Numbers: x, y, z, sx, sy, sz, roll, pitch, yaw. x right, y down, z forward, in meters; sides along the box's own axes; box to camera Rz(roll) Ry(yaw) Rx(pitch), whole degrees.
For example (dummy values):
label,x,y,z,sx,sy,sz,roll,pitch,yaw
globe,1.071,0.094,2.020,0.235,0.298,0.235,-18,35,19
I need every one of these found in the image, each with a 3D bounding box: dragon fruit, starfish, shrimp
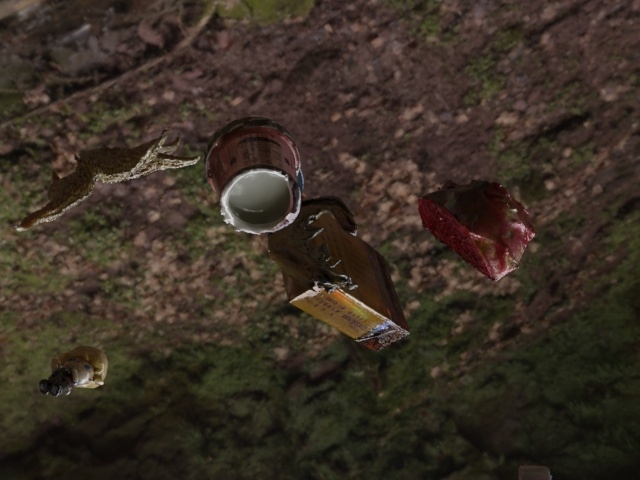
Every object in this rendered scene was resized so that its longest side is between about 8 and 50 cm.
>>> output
label,x,y,z,sx,sy,sz,roll,pitch,yaw
dragon fruit,0.291,-0.061,1.397,0.161,0.126,0.274,-28,-145,-11
starfish,-0.354,-0.123,1.289,0.293,0.084,0.301,-20,-165,0
shrimp,0.001,0.001,1.320,0.173,0.058,0.253,-50,-139,-12

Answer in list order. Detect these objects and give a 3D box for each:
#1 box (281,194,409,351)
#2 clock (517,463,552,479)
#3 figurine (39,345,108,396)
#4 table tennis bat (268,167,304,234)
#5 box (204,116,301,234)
label,x,y,z,sx,sy,sz,roll,pitch,yaw
box,0.054,0.092,1.889,0.115,0.264,0.415,-31,143,19
clock,0.515,0.679,1.798,0.090,0.248,0.228,-2,146,10
figurine,-0.609,0.324,1.861,0.114,0.108,0.196,1,-174,19
table tennis bat,-0.140,-0.106,1.927,0.215,0.329,0.044,-17,-140,-4
box,-0.098,-0.093,1.154,0.151,0.151,0.135,-32,-144,11
